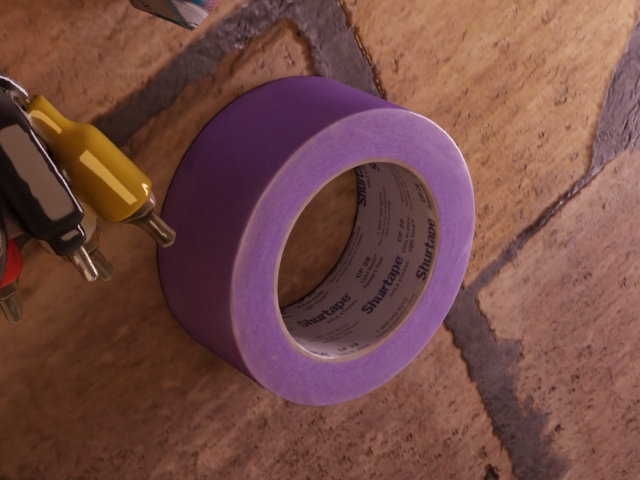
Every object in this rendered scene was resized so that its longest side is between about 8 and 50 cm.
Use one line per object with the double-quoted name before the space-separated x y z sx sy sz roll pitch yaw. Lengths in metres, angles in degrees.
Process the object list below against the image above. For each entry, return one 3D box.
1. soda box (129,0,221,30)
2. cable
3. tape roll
"soda box" -0.038 -0.199 0.751 0.183 0.063 0.058 -49 132 -12
"cable" -0.188 -0.076 0.706 0.139 0.072 0.287 -29 115 -7
"tape roll" 0.000 0.000 0.864 0.189 0.080 0.189 -17 119 -34
